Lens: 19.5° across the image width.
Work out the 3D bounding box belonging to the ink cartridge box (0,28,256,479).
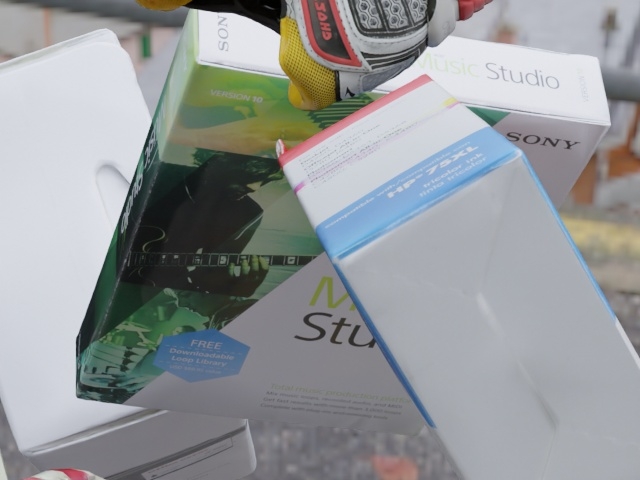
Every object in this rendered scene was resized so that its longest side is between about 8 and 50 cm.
[{"bbox_3d":[-0.175,0.048,1.474,0.166,0.395,0.285,-20,75,-6],"label":"ink cartridge box"}]

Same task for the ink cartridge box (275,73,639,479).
[{"bbox_3d":[0.053,0.015,0.744,0.078,0.134,0.231,-31,15,1],"label":"ink cartridge box"}]

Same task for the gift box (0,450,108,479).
[{"bbox_3d":[-0.213,0.009,0.400,0.255,0.258,0.276,-21,-12,16],"label":"gift box"}]

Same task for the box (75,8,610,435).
[{"bbox_3d":[0.000,0.000,1.090,0.232,0.322,0.058,7,50,-15],"label":"box"}]

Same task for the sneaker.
[{"bbox_3d":[-0.048,-0.133,0.617,0.093,0.088,0.225,-44,71,-10],"label":"sneaker"}]
